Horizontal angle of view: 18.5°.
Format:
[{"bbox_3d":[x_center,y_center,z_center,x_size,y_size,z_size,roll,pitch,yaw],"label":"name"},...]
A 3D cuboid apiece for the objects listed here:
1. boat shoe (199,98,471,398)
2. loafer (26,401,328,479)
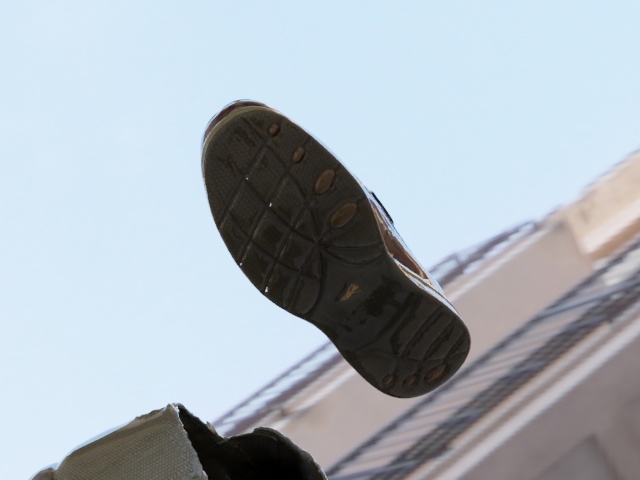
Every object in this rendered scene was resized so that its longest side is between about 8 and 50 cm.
[{"bbox_3d":[0.001,0.000,0.876,0.064,0.060,0.178,-37,-55,6],"label":"boat shoe"},{"bbox_3d":[-0.020,0.148,0.937,0.268,0.092,0.102,26,-151,-49],"label":"loafer"}]
